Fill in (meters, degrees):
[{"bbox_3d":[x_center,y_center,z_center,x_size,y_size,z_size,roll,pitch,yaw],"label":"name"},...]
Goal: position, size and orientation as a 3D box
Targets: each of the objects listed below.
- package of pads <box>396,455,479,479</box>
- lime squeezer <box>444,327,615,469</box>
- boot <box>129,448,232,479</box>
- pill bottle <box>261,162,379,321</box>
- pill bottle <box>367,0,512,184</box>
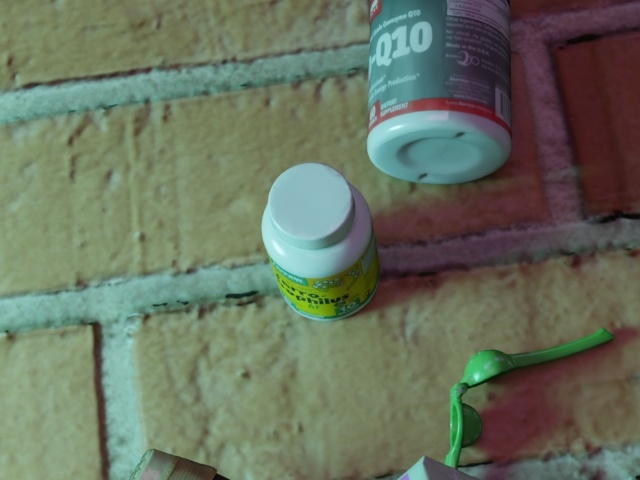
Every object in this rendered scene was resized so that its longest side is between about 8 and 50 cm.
[{"bbox_3d":[0.078,0.386,1.456,0.229,0.101,0.297,-45,36,26],"label":"package of pads"},{"bbox_3d":[0.180,0.189,1.665,0.110,0.059,0.310,42,73,-11],"label":"lime squeezer"},{"bbox_3d":[-0.140,0.355,1.576,0.207,0.090,0.248,32,75,-8],"label":"boot"},{"bbox_3d":[0.000,0.000,1.667,0.117,0.208,0.118,-2,67,5],"label":"pill bottle"},{"bbox_3d":[0.135,-0.221,1.773,0.161,0.161,0.283,0,67,5],"label":"pill bottle"}]
